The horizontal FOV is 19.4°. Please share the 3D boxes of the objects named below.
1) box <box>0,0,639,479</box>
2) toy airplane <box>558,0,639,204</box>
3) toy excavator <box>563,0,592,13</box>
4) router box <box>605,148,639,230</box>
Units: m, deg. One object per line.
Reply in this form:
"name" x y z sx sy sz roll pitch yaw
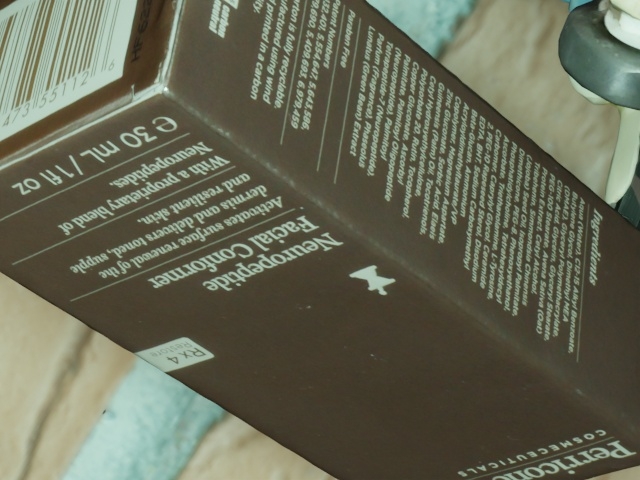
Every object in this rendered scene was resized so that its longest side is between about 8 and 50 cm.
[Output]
"box" 0.000 0.000 0.975 0.191 0.143 0.381 -22 137 39
"toy airplane" 0.245 -0.171 0.768 0.386 0.272 0.384 -35 128 10
"toy excavator" 0.102 -0.212 1.023 0.445 0.222 0.433 19 104 10
"router box" 0.225 0.031 1.136 0.133 0.046 0.179 20 102 -4
